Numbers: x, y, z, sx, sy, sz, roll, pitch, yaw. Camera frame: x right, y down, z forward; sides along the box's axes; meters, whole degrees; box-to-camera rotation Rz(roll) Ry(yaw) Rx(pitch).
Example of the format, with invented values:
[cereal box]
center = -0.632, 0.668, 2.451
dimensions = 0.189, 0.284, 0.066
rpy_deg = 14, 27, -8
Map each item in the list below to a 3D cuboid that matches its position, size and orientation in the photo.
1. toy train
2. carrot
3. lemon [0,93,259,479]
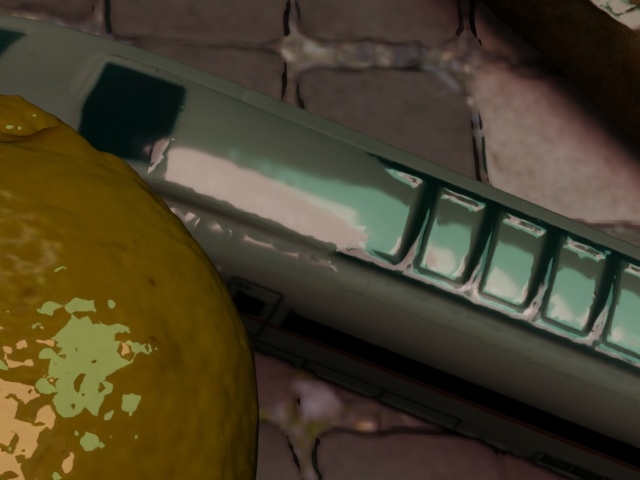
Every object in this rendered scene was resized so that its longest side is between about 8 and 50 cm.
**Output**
[toy train]
center = 0.000, 0.000, 0.791
dimensions = 0.407, 0.088, 0.086
rpy_deg = 21, 66, -5
[carrot]
center = 0.072, -0.144, 0.876
dimensions = 0.342, 0.070, 0.070
rpy_deg = 41, 65, 4
[lemon]
center = -0.120, 0.072, 0.671
dimensions = 0.204, 0.204, 0.260
rpy_deg = 9, 68, -12
